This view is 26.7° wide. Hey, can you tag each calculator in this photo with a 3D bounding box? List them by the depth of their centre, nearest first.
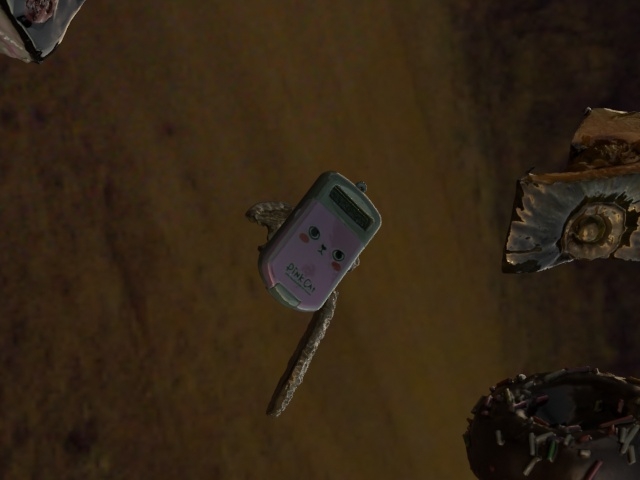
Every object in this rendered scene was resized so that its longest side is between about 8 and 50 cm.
[{"bbox_3d":[0.000,0.000,2.180,0.141,0.045,0.246,45,73,-25],"label":"calculator"}]

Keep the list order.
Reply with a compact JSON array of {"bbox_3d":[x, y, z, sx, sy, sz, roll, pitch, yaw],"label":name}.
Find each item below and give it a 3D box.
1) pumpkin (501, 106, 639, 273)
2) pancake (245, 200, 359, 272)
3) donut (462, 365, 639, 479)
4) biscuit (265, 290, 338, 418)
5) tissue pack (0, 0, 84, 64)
[{"bbox_3d":[0.319,-0.065,1.638,0.190,0.280,0.139,-122,-148,-55],"label":"pumpkin"},{"bbox_3d":[-0.032,-0.002,2.431,0.235,0.212,0.029,-107,-145,-57],"label":"pancake"},{"bbox_3d":[0.300,0.230,1.581,0.270,0.269,0.103,-61,149,-67],"label":"donut"},{"bbox_3d":[-0.035,0.204,2.255,0.250,0.032,0.133,-63,-178,12],"label":"biscuit"},{"bbox_3d":[-0.306,-0.392,1.503,0.245,0.123,0.332,71,41,-62],"label":"tissue pack"}]
